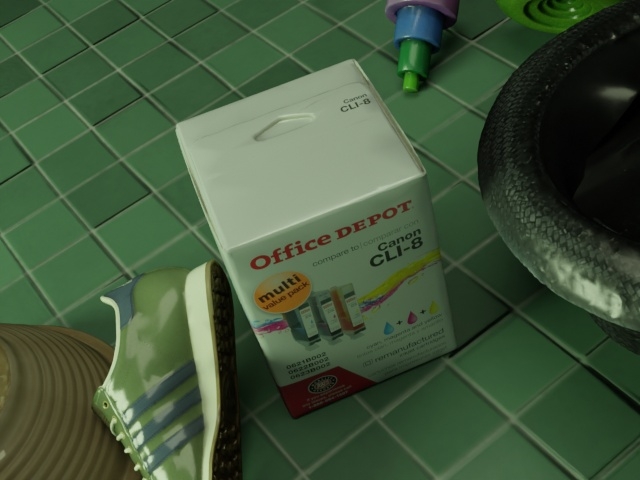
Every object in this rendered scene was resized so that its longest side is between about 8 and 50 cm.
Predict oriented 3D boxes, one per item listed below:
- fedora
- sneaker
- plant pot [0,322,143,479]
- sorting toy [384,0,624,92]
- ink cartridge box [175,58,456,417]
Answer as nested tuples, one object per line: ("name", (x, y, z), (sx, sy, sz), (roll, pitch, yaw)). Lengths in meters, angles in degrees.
("fedora", (0.268, -0.028, 0.597), (0.334, 0.152, 0.334), (-7, 46, 8))
("sneaker", (-0.098, 0.110, 0.598), (0.086, 0.064, 0.192), (-6, 78, 10))
("plant pot", (-0.231, 0.133, 0.621), (0.237, 0.110, 0.237), (-8, 45, 8))
("sorting toy", (0.222, -0.160, 0.793), (0.365, 0.127, 0.126), (4, 79, 23))
("ink cartridge box", (0.000, 0.000, 0.630), (0.128, 0.176, 0.127), (-22, 46, -4))
